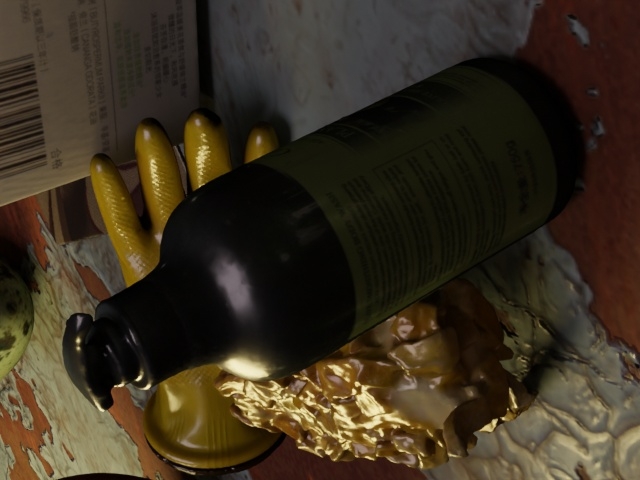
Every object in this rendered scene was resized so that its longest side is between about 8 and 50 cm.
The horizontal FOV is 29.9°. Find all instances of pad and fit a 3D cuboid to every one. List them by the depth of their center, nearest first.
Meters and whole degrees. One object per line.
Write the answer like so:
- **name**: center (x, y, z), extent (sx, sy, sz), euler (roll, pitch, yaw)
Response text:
- **pad**: center (-0.225, -0.108, 1.086), extent (0.330, 0.004, 0.220), euler (-11, 104, 57)

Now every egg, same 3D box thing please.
- **egg**: center (-0.410, 0.090, 1.342), extent (0.228, 0.177, 0.177), euler (-15, 101, 40)

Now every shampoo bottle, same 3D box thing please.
- **shampoo bottle**: center (0.000, 0.000, 0.584), extent (0.101, 0.284, 0.101), euler (36, 140, 36)

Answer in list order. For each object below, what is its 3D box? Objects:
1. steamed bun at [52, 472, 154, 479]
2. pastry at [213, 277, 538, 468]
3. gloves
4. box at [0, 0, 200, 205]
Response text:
- **steamed bun**: center (-0.159, 0.387, 1.136), extent (0.379, 0.248, 0.235), euler (38, 144, 17)
- **pastry**: center (0.028, 0.079, 0.730), extent (0.250, 0.102, 0.154), euler (3, 138, 52)
- **gloves**: center (-0.089, 0.030, 0.884), extent (0.116, 0.133, 0.294), euler (-110, 15, -52)
- **box**: center (-0.190, -0.169, 0.805), extent (0.111, 0.194, 0.260), euler (37, 138, 41)
